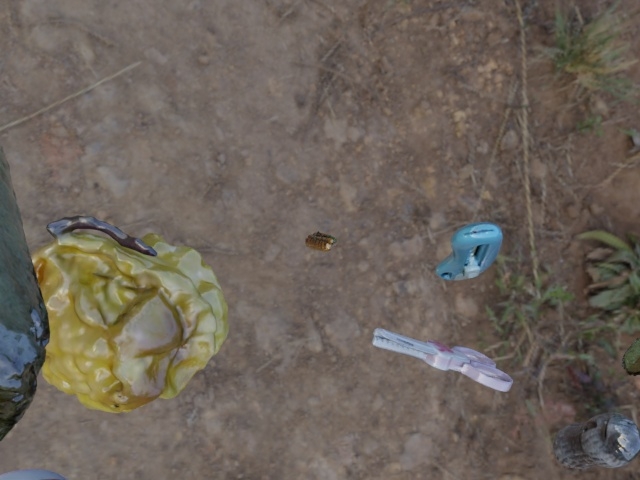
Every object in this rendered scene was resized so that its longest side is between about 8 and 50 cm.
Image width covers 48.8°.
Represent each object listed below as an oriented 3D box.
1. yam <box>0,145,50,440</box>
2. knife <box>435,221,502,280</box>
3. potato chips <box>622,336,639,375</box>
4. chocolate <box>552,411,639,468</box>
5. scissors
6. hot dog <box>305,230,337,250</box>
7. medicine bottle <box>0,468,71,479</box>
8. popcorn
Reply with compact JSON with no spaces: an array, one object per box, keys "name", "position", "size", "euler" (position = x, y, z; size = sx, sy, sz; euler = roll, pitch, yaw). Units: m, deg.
[{"name":"yam","position":[-0.328,0.024,0.556],"size":[0.195,0.195,0.300],"euler":[21,33,-50]},{"name":"knife","position":[0.157,0.018,0.747],"size":[0.222,0.064,0.031],"euler":[61,20,-76]},{"name":"potato chips","position":[0.465,0.136,0.830],"size":[0.142,0.209,0.026],"euler":[-43,116,-64]},{"name":"chocolate","position":[0.569,0.417,1.455],"size":[0.110,0.248,0.110],"euler":[4,71,-12]},{"name":"scissors","position":[0.188,0.181,1.115],"size":[0.242,0.118,0.031],"euler":[18,101,-20]},{"name":"hot dog","position":[0.000,0.000,1.633],"size":[0.049,0.122,0.037],"euler":[-35,109,-22]},{"name":"medicine bottle","position":[-0.265,0.386,0.680],"size":[0.252,0.240,0.253],"euler":[-34,135,-43]},{"name":"popcorn","position":[-0.345,0.113,1.233],"size":[0.349,0.348,0.382],"euler":[-65,144,-46]}]
